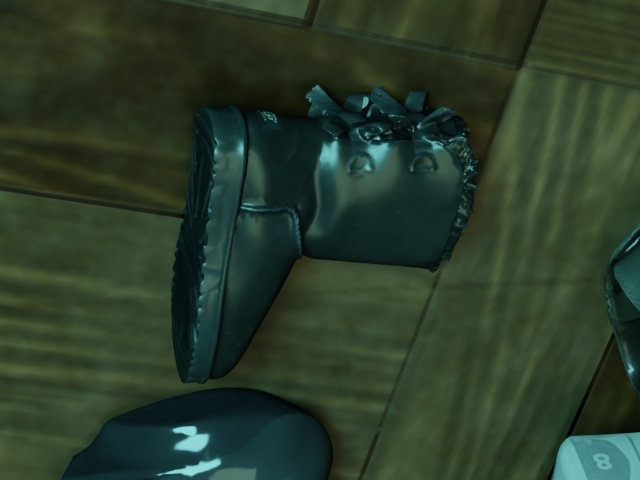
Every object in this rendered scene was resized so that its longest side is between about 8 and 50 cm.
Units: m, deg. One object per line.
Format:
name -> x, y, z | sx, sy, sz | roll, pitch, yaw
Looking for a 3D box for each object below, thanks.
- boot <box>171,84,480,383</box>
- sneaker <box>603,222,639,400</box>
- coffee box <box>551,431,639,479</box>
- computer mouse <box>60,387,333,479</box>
boot -> 0.000, 0.000, 0.647 | 0.099, 0.045, 0.121 | 0, 121, -18
sneaker -> 0.165, -0.026, 0.647 | 0.118, 0.083, 0.222 | -13, 125, -6
coffee box -> 0.267, 0.304, 0.712 | 0.337, 0.334, 0.338 | -2, 128, -13
computer mouse -> -0.109, 0.122, 0.696 | 0.242, 0.041, 0.071 | -22, 125, 0
